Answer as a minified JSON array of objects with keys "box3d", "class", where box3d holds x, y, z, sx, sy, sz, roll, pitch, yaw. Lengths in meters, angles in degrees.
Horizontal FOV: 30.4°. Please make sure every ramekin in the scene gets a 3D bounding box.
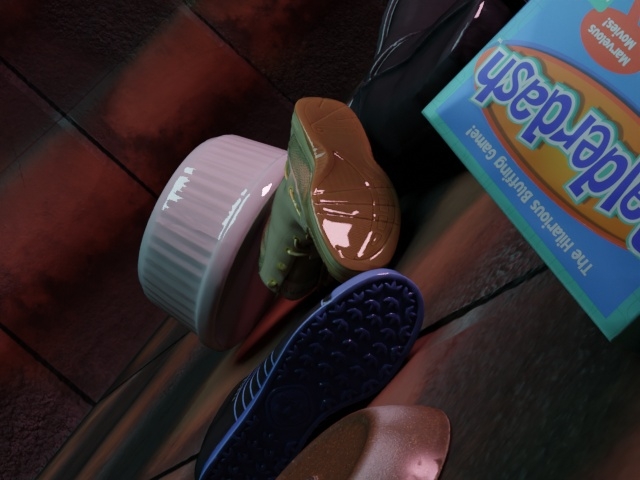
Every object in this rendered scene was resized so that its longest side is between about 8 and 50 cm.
[{"box3d":[-0.117,-0.007,1.466,0.273,0.127,0.273,-59,-13,-23],"class":"ramekin"}]

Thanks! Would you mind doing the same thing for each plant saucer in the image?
[{"box3d":[-0.004,0.166,0.700,0.198,0.036,0.198,-48,7,8],"class":"plant saucer"}]

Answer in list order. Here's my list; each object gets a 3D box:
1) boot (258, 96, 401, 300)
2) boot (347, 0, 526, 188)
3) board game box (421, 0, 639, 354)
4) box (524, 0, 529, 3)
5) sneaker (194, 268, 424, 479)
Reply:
[{"box3d":[0.000,0.000,1.251,0.262,0.095,0.203,-108,28,-45],"class":"boot"},{"box3d":[0.168,-0.241,1.269,0.367,0.146,0.445,-66,7,-15],"class":"boot"},{"box3d":[0.169,-0.076,0.539,0.210,0.160,0.047,-46,-34,17],"class":"board game box"},{"box3d":[0.302,-0.282,0.943,0.243,0.117,0.213,-41,10,46],"class":"box"},{"box3d":[-0.016,0.106,0.889,0.232,0.081,0.090,-48,15,7],"class":"sneaker"}]
